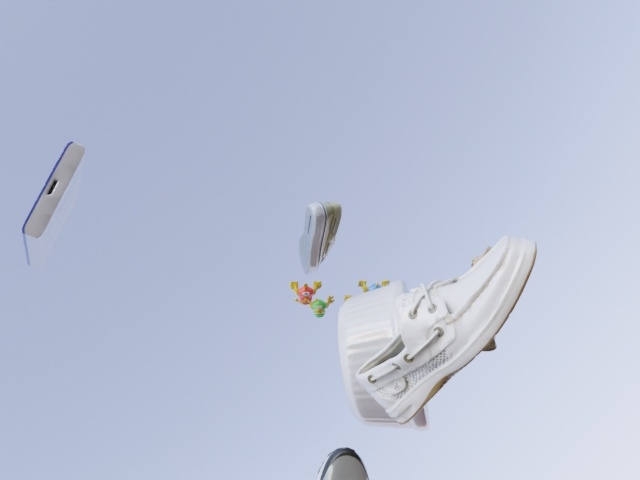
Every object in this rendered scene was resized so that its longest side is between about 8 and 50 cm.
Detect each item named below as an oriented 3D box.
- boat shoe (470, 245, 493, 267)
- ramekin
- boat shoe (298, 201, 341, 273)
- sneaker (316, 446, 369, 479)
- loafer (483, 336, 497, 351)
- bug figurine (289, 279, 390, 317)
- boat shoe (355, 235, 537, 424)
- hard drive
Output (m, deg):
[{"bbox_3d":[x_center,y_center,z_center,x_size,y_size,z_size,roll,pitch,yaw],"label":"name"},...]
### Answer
[{"bbox_3d":[0.523,0.079,1.777,0.170,0.059,0.063,-38,-31,-29],"label":"boat shoe"},{"bbox_3d":[0.116,0.214,0.996,0.127,0.273,0.273,-11,-60,11],"label":"ramekin"},{"bbox_3d":[0.000,0.000,1.597,0.094,0.109,0.302,-10,-32,-17],"label":"boat shoe"},{"bbox_3d":[0.045,0.443,0.799,0.100,0.271,0.108,14,-40,-14],"label":"sneaker"},{"bbox_3d":[0.216,0.132,0.854,0.148,0.056,0.050,22,-89,-10],"label":"loafer"},{"bbox_3d":[0.055,0.169,1.533,0.279,0.072,0.216,-2,-27,1],"label":"bug figurine"},{"bbox_3d":[0.124,0.092,0.600,0.096,0.098,0.277,35,-61,6],"label":"boat shoe"},{"bbox_3d":[-0.586,-0.066,1.192,0.040,0.319,0.210,25,-113,-19],"label":"hard drive"}]
